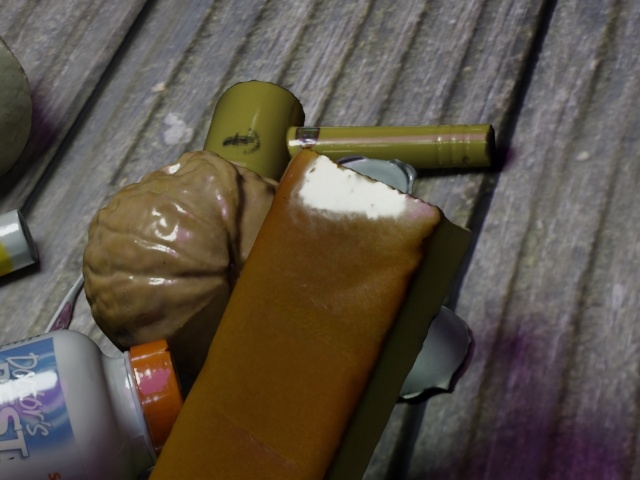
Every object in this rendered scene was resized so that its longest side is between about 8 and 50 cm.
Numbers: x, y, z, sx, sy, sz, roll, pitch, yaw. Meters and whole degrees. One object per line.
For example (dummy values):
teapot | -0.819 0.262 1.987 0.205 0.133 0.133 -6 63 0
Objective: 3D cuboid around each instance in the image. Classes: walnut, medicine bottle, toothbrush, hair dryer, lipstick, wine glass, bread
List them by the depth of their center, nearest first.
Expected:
bread | -0.025 0.124 1.164 0.138 0.077 0.361 26 94 35
medicine bottle | -0.243 0.160 1.237 0.289 0.157 0.157 -16 39 -5
wine glass | 0.051 0.027 1.301 0.122 0.182 0.122 -9 40 8
walnut | -0.101 0.024 1.364 0.213 0.213 0.213 -11 40 10
toothbrush | -0.246 0.082 1.486 0.022 0.017 0.204 -13 35 38
hair dryer | 0.023 -0.079 1.521 0.279 0.090 0.135 -1 42 12
lipstick | -0.405 0.042 1.562 0.264 0.059 0.059 -20 39 -2

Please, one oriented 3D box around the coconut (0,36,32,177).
coconut | -0.403 -0.142 1.667 0.202 0.202 0.222 -27 38 -9
